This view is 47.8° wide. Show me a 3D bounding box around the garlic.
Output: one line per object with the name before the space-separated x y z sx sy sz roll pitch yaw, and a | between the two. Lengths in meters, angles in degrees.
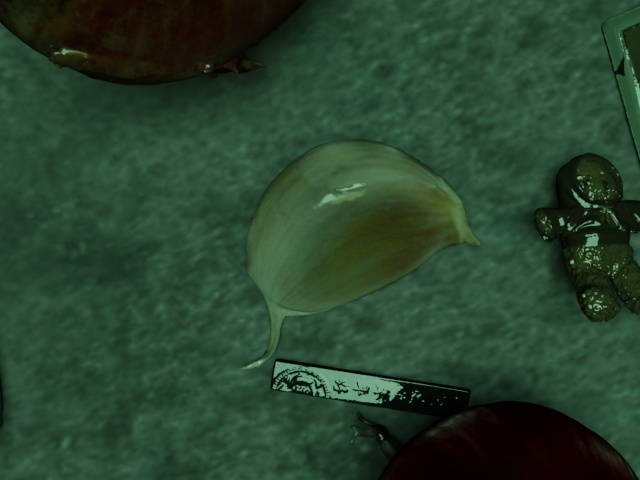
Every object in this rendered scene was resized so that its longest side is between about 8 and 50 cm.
garlic | -0.005 0.000 0.678 0.267 0.128 0.148 -32 75 14

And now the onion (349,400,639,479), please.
onion | 0.132 0.259 0.619 0.273 0.285 0.273 -8 107 -28

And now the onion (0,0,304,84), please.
onion | -0.139 -0.295 0.593 0.354 0.353 0.353 0 90 5

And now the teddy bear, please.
teddy bear | 0.253 0.002 0.661 0.119 0.078 0.160 -1 68 -13

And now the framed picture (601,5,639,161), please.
framed picture | 0.394 -0.136 0.601 0.273 0.016 0.216 -16 89 42

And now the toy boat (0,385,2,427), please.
toy boat | -0.369 0.118 0.704 0.075 0.077 0.185 -10 89 5

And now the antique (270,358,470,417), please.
antique | 0.048 0.145 0.702 0.192 0.015 0.031 8 91 5
